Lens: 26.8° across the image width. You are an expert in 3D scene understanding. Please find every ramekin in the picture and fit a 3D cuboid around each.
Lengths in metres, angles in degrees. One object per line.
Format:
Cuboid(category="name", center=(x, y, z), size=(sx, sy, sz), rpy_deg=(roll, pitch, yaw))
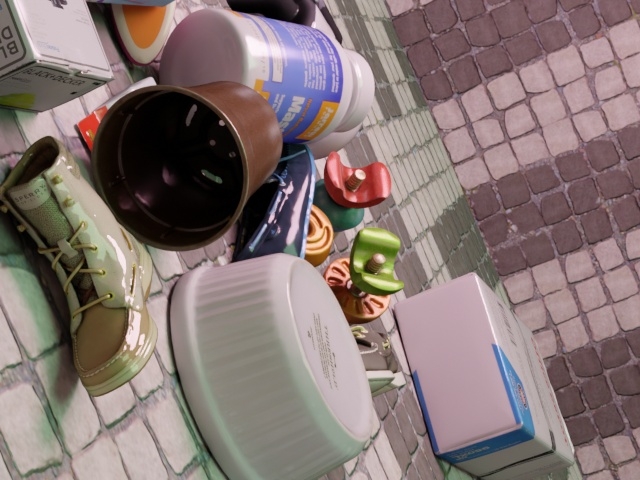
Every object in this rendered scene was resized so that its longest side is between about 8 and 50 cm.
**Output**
Cuboid(category="ramekin", center=(-0.043, 0.138, 1.453), size=(0.273, 0.127, 0.273), rpy_deg=(58, 17, -30))

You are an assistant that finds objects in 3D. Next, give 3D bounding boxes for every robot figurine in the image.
Cuboid(category="robot figurine", center=(-0.048, -0.237, 1.902), size=(0.278, 0.209, 0.173), rpy_deg=(53, 3, -42))

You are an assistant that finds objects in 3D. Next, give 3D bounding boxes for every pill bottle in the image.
Cuboid(category="pill bottle", center=(-0.056, -0.198, 1.682), size=(0.272, 0.152, 0.152), rpy_deg=(1, 65, -50))

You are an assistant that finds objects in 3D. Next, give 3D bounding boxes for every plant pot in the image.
Cuboid(category="plant pot", center=(-0.124, -0.090, 1.380), size=(0.167, 0.167, 0.165), rpy_deg=(66, 22, -8))

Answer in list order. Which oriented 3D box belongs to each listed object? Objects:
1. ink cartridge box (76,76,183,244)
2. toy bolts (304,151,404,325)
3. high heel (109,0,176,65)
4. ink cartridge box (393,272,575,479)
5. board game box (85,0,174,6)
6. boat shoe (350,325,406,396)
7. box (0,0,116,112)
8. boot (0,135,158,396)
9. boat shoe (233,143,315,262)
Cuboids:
Cuboid(category="ink cartridge box", center=(-0.187, -0.090, 1.441), size=(0.145, 0.045, 0.179), rpy_deg=(64, 13, -12))
Cuboid(category="toy bolts", center=(0.000, 0.000, 1.895), size=(0.218, 0.158, 0.228), rpy_deg=(16, 52, -19))
Cuboid(category="high heel", center=(-0.230, -0.315, 1.612), size=(0.117, 0.082, 0.244), rpy_deg=(151, -69, -65))
Cuboid(category="ink cartridge box", center=(0.300, 0.263, 2.403), size=(0.395, 0.166, 0.285), rpy_deg=(38, 33, -60))
Cuboid(category="board game box", center=(-0.213, -0.343, 1.407), size=(0.275, 0.144, 0.142), rpy_deg=(-14, 81, -63))
Cuboid(category="boat shoe", center=(0.043, 0.164, 1.771), size=(0.305, 0.109, 0.091), rpy_deg=(25, 44, -77))
Cuboid(category="box", center=(-0.301, -0.266, 1.203), size=(0.290, 0.087, 0.169), rpy_deg=(68, 15, 3))
Cuboid(category="boot", center=(-0.209, 0.018, 1.144), size=(0.165, 0.077, 0.213), rpy_deg=(59, 12, -32))
Cuboid(category="boat shoe", center=(-0.062, -0.058, 1.711), size=(0.089, 0.109, 0.258), rpy_deg=(28, 34, -25))
